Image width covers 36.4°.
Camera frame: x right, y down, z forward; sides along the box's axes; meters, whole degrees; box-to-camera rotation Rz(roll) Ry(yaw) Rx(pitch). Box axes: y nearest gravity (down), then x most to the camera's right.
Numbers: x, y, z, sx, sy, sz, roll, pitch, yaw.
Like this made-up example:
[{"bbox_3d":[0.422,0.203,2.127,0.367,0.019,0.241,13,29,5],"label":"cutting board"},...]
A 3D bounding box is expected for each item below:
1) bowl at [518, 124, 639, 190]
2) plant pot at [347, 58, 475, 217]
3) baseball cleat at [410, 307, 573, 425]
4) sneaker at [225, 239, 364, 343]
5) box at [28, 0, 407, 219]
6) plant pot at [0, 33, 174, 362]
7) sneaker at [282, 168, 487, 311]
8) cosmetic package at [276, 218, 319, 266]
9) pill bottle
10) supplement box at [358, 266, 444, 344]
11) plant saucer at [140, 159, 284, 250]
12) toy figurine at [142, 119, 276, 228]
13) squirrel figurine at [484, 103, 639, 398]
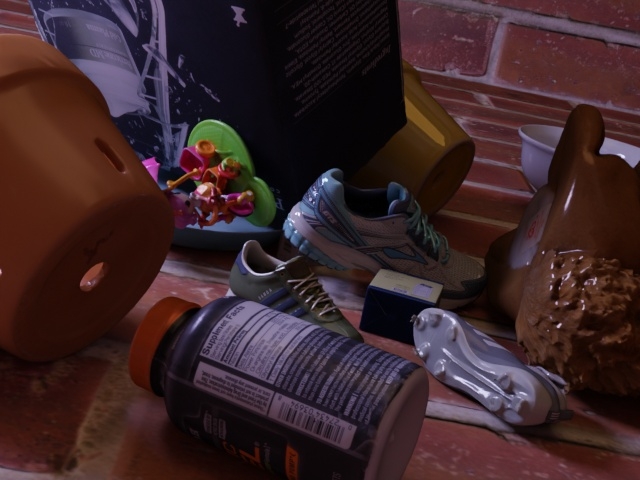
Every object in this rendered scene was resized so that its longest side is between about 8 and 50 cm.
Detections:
[{"bbox_3d":[0.514,-0.122,1.891,0.297,0.134,0.298,10,18,-3],"label":"bowl"},{"bbox_3d":[0.119,-0.165,1.646,0.239,0.254,0.254,39,29,24],"label":"plant pot"},{"bbox_3d":[0.184,0.141,1.050,0.109,0.072,0.206,15,18,-37],"label":"baseball cleat"},{"bbox_3d":[-0.029,0.061,1.097,0.192,0.086,0.064,24,22,32],"label":"sneaker"},{"bbox_3d":[-0.158,-0.348,1.374,0.480,0.472,0.297,22,52,30],"label":"box"},{"bbox_3d":[-0.281,-0.020,0.937,0.203,0.291,0.291,39,28,20],"label":"plant pot"},{"bbox_3d":[0.102,-0.002,1.242,0.283,0.122,0.110,20,30,-18],"label":"sneaker"},{"bbox_3d":[0.000,0.000,1.339,0.115,0.060,0.041,-4,25,-42],"label":"cosmetic package"},{"bbox_3d":[-0.042,0.126,0.832,0.245,0.130,0.130,19,20,22],"label":"pill bottle"},{"bbox_3d":[0.099,0.078,1.171,0.083,0.056,0.083,15,19,11],"label":"supplement box"},{"bbox_3d":[-0.178,-0.050,1.408,0.317,0.044,0.317,11,19,-4],"label":"plant saucer"},{"bbox_3d":[-0.169,-0.059,1.252,0.173,0.130,0.159,45,45,18],"label":"toy figurine"},{"bbox_3d":[0.424,0.072,1.172,0.370,0.281,0.397,21,32,-5],"label":"squirrel figurine"}]
